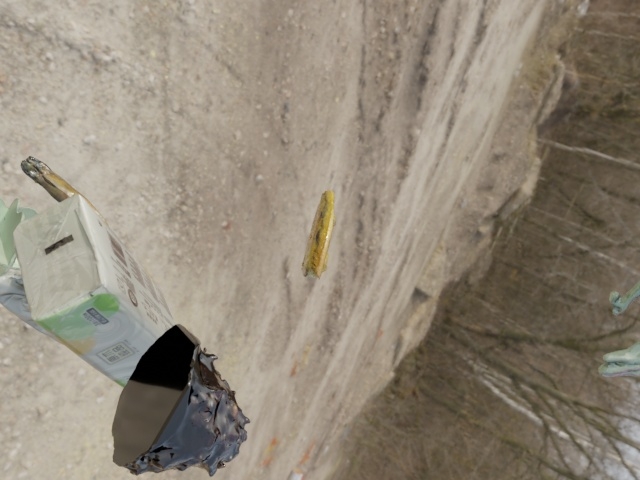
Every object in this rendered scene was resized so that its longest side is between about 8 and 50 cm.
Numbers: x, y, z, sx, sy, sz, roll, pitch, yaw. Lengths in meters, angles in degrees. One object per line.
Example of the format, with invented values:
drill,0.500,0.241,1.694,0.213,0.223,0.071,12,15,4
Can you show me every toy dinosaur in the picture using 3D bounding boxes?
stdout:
toy dinosaur,0.386,0.053,0.565,0.053,0.242,0.167,-108,-161,-65

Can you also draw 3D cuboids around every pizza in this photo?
pizza,0.001,0.000,0.983,0.099,0.036,0.160,114,-10,-58

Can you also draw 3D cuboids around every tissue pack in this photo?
tissue pack,-0.290,0.087,0.776,0.145,0.159,0.229,-29,144,-4

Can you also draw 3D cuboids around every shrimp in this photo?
shrimp,-0.523,-0.088,1.280,0.046,0.219,0.152,-52,-162,-18

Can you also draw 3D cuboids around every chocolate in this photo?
chocolate,-0.133,0.188,0.669,0.133,0.156,0.156,34,79,-32

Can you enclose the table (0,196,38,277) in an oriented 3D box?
table,-0.652,0.013,1.273,0.167,0.198,0.166,-16,124,-25
